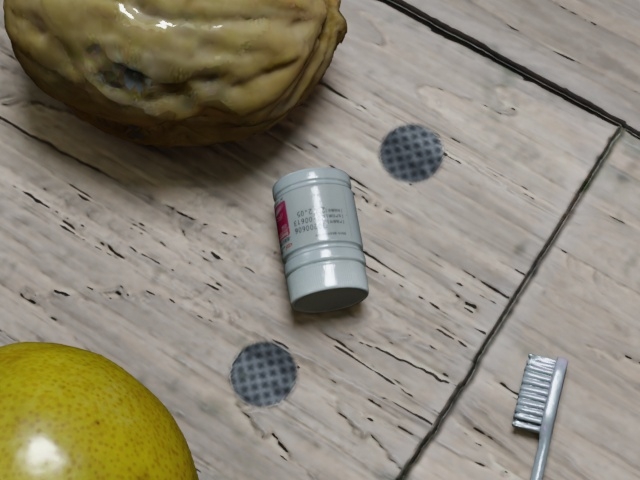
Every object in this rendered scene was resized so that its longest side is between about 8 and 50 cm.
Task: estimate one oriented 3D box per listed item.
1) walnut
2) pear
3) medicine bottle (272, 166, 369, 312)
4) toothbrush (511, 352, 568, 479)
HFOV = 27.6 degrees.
[{"bbox_3d":[-0.106,-0.162,0.917,0.245,0.198,0.198,11,71,13],"label":"walnut"},{"bbox_3d":[-0.166,0.169,0.797,0.209,0.209,0.209,-1,70,3],"label":"pear"},{"bbox_3d":[0.000,0.000,0.924,0.058,0.058,0.091,-10,70,0],"label":"medicine bottle"},{"bbox_3d":[0.112,0.241,0.850,0.029,0.024,0.354,12,71,13],"label":"toothbrush"}]
